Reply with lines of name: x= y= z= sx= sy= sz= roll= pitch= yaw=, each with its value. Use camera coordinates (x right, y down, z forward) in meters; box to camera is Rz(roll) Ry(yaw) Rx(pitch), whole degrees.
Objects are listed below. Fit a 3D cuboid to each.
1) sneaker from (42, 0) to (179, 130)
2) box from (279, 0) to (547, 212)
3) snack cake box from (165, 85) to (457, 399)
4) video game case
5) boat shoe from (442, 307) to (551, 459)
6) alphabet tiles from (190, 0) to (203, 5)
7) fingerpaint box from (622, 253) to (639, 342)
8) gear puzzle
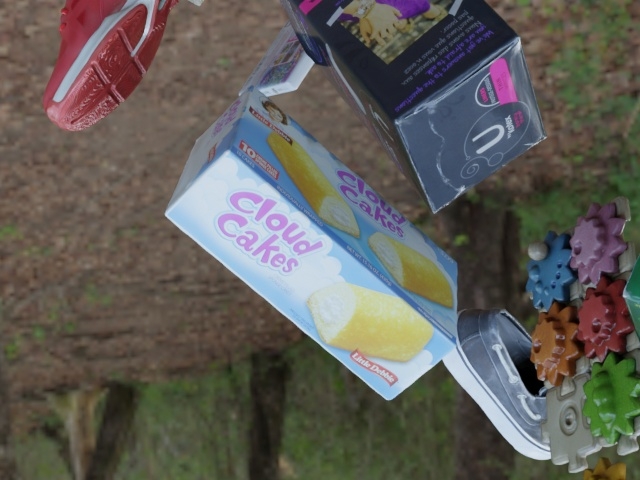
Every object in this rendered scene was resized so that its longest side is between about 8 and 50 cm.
sneaker: x=-0.198 y=-0.204 z=1.093 sx=0.128 sy=0.221 sz=0.087 roll=26 pitch=163 yaw=16
box: x=0.082 y=-0.190 z=1.273 sx=0.143 sy=0.270 sz=0.165 roll=-34 pitch=145 yaw=-2
snack cake box: x=0.000 y=0.000 z=1.146 sx=0.264 sy=0.152 sz=0.089 roll=40 pitch=116 yaw=-15
video game case: x=-0.024 y=-0.237 z=1.538 sx=0.019 sy=0.157 sz=0.143 roll=39 pitch=164 yaw=-22
boat shoe: x=0.264 y=0.179 z=1.628 sx=0.102 sy=0.108 sz=0.301 roll=-17 pitch=132 yaw=33
alphabet tiles: x=-0.185 y=-0.297 z=0.843 sx=0.285 sy=0.011 sz=0.342 roll=32 pitch=162 yaw=27
fingerpaint box: x=0.507 y=0.127 z=1.053 sx=0.445 sy=0.163 sz=0.371 roll=17 pitch=158 yaw=30
gear puzzle: x=0.252 y=0.134 z=1.264 sx=0.044 sy=0.338 sz=0.175 roll=10 pitch=155 yaw=-24
